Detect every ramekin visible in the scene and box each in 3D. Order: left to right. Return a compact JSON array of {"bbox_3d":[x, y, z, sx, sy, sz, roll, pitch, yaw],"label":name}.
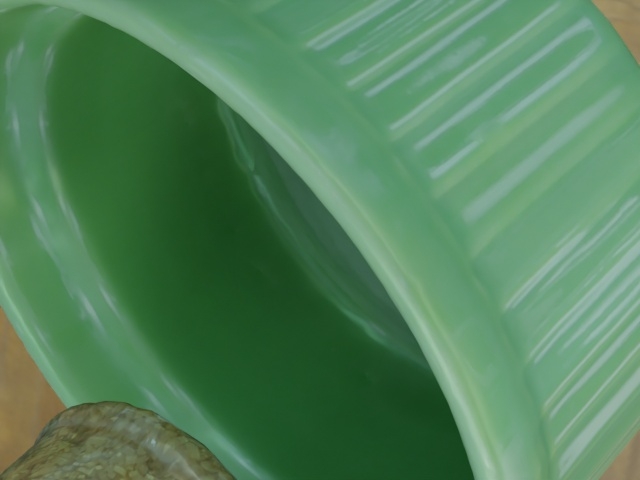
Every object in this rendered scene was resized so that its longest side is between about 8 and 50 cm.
[{"bbox_3d":[0.000,0.000,0.612,0.148,0.303,0.303,-38,122,-30],"label":"ramekin"}]

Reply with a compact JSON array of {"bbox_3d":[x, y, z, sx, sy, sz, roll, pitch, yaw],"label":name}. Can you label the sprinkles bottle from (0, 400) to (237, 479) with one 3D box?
[{"bbox_3d":[-0.157,0.194,0.491,0.355,0.121,0.121,-41,126,-42],"label":"sprinkles bottle"}]
